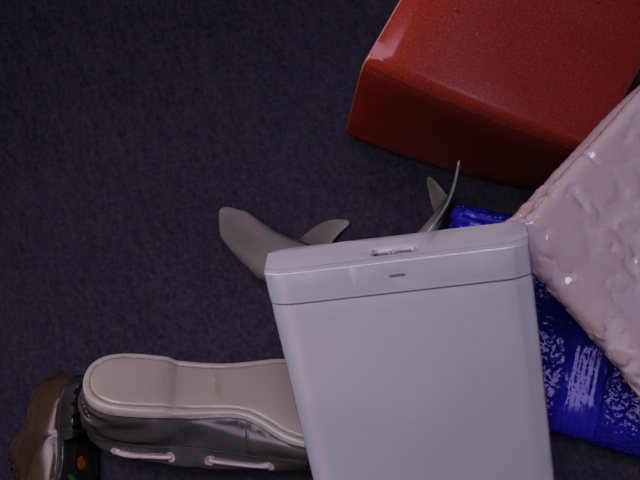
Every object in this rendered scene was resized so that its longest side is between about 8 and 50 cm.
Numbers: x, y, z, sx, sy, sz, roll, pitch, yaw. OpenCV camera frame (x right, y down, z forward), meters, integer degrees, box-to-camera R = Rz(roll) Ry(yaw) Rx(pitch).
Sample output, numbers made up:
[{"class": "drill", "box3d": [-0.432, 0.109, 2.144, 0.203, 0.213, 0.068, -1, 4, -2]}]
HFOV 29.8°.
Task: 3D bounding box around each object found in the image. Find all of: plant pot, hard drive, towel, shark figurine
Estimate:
[{"class": "plant pot", "box3d": [0.198, -0.196, 1.252, 0.235, 0.267, 0.267, 30, 81, 2]}, {"class": "hard drive", "box3d": [0.095, 0.156, 1.139, 0.233, 0.353, 0.047, -7, 30, 8]}, {"class": "towel", "box3d": [0.371, 0.005, 1.155, 0.332, 0.053, 0.317, 48, 72, -11]}, {"class": "towel", "box3d": [0.259, 0.090, 1.240, 0.308, 0.076, 0.228, 12, 76, 13]}, {"class": "shark figurine", "box3d": [0.025, 0.012, 1.287, 0.278, 0.116, 0.166, -10, 74, 9]}]

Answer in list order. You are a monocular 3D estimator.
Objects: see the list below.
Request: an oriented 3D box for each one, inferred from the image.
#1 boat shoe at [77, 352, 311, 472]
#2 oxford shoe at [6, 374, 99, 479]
[{"class": "boat shoe", "box3d": [-0.085, 0.189, 1.265, 0.335, 0.095, 0.112, 8, 43, -2]}, {"class": "oxford shoe", "box3d": [-0.292, 0.258, 1.298, 0.096, 0.083, 0.227, -1, 71, 27]}]
